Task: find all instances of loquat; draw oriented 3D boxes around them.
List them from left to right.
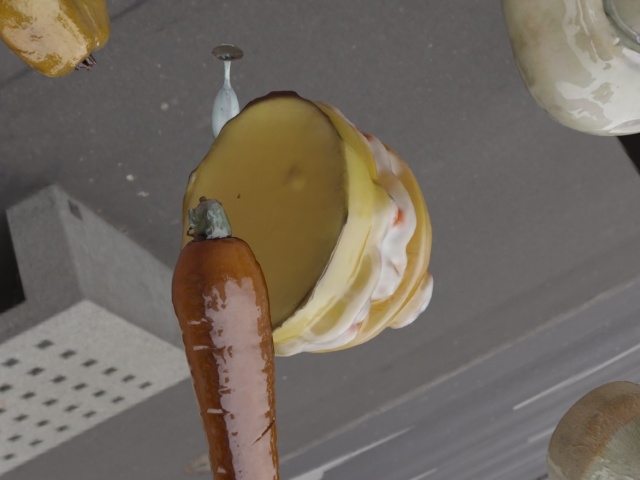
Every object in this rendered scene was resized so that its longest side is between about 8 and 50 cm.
[{"bbox_3d":[-0.444,-0.371,1.234,0.187,0.176,0.234,-54,133,-31],"label":"loquat"}]

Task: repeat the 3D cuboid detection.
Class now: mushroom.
[{"bbox_3d":[0.426,-0.339,1.128,0.325,0.353,0.353,13,151,9],"label":"mushroom"}]

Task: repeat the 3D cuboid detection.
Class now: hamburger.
[{"bbox_3d":[0.000,0.000,0.833,0.276,0.276,0.236,-39,144,24],"label":"hamburger"}]

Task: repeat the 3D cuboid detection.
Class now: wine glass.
[{"bbox_3d":[-0.188,-0.286,1.500,0.066,0.066,0.198,-13,137,-22],"label":"wine glass"}]

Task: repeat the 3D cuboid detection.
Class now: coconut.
[{"bbox_3d":[0.473,0.337,1.097,0.244,0.245,0.247,-23,-168,-3],"label":"coconut"}]

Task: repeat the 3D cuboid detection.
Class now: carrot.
[{"bbox_3d":[-0.059,0.135,0.541,0.069,0.336,0.069,-8,-179,0],"label":"carrot"}]
